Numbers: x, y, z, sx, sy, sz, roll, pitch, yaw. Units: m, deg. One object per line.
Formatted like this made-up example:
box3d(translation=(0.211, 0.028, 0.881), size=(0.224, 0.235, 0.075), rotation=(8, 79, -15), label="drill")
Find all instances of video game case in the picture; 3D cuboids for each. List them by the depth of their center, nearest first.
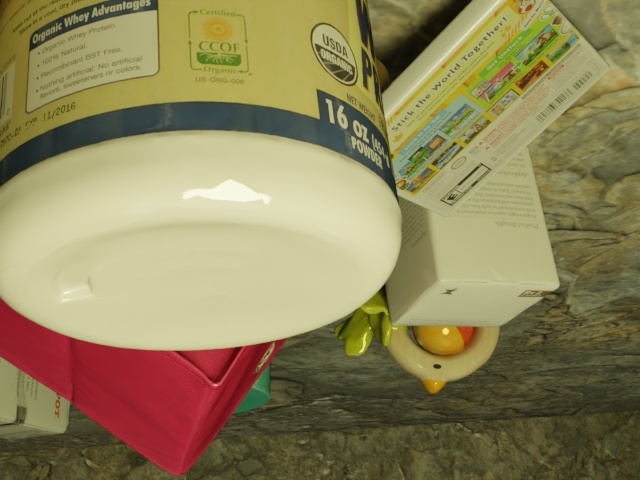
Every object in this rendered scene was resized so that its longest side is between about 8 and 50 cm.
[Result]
box3d(translation=(0.145, -0.126, 0.772), size=(0.227, 0.026, 0.206), rotation=(-44, 145, 21), label="video game case")

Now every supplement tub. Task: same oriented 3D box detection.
box3d(translation=(-0.079, -0.112, 0.503), size=(0.228, 0.316, 0.228), rotation=(-5, 156, -2), label="supplement tub")

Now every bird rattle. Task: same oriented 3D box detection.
box3d(translation=(0.148, 0.088, 1.097), size=(0.254, 0.207, 0.143), rotation=(-32, 167, -29), label="bird rattle")

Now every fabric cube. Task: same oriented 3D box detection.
box3d(translation=(-0.139, 0.007, 0.713), size=(0.259, 0.254, 0.258), rotation=(33, 147, 4), label="fabric cube")

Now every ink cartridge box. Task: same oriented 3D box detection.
box3d(translation=(-0.514, 0.189, 1.262), size=(0.114, 0.196, 0.273), rotation=(-12, 156, 18), label="ink cartridge box")

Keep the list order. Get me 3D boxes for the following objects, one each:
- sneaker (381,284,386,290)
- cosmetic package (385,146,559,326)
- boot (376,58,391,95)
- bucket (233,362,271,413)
box3d(translation=(0.104, 0.071, 1.262), size=(0.083, 0.087, 0.221), rotation=(0, 156, -10), label="sneaker")
box3d(translation=(0.167, -0.004, 0.978), size=(0.151, 0.183, 0.151), rotation=(3, 155, -17), label="cosmetic package")
box3d(translation=(-0.002, -0.111, 0.831), size=(0.213, 0.077, 0.165), rotation=(-12, 156, 27), label="boot")
box3d(translation=(-0.202, 0.170, 1.302), size=(0.281, 0.183, 0.281), rotation=(-4, 157, -2), label="bucket")
